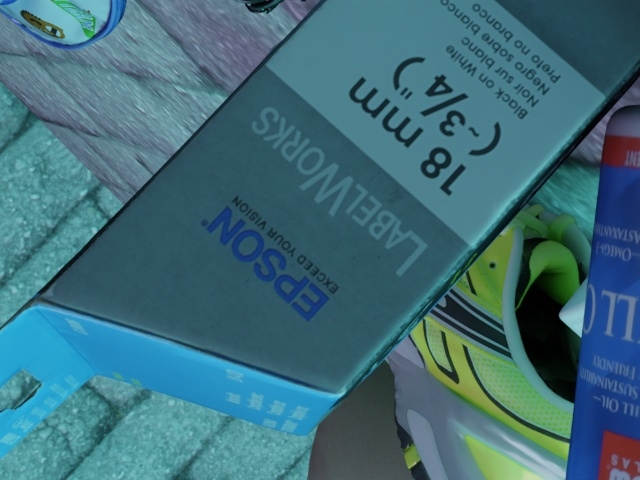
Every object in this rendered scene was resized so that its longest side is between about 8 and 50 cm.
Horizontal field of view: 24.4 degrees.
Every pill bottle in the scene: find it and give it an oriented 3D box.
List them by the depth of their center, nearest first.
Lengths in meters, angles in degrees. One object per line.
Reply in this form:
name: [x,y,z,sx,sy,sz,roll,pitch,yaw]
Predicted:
pill bottle: [0.156,0.065,0.547,0.124,0.221,0.124,5,-177,0]

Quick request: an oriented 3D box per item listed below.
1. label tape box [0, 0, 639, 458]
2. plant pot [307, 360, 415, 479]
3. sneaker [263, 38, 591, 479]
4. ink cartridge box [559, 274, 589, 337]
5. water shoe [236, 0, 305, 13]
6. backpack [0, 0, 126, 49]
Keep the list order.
label tape box: [0.000,0.000,0.605,0.106,0.333,0.240,42,170,4]
plant pot: [0.170,0.187,0.989,0.274,0.256,0.256,24,159,52]
sneaker: [0.087,0.010,0.880,0.384,0.145,0.147,58,133,24]
ink cartridge box: [0.235,0.068,0.688,0.218,0.092,0.158,41,170,2]
water shoe: [-0.029,-0.159,0.779,0.073,0.080,0.203,43,170,1]
backpack: [-0.194,-0.227,0.824,0.263,0.213,0.276,34,169,-10]
